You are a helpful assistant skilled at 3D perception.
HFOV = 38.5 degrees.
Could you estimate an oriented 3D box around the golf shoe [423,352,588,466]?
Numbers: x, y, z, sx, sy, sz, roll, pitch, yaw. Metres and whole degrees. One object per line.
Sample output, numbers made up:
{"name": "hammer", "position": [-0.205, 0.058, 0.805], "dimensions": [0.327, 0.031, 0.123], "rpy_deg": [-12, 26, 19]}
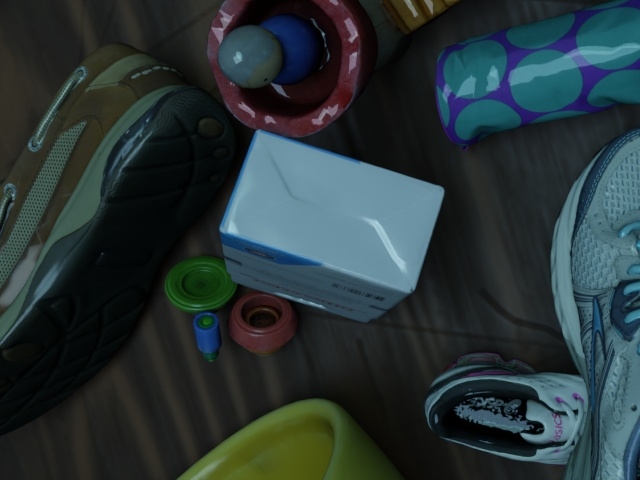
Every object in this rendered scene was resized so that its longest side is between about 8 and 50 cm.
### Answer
{"name": "golf shoe", "position": [0.154, 0.110, 0.546], "dimensions": [0.186, 0.086, 0.067], "rpy_deg": [-1, 98, 19]}

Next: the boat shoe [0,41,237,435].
{"name": "boat shoe", "position": [-0.187, 0.005, 0.650], "dimensions": [0.120, 0.123, 0.324], "rpy_deg": [46, 106, 25]}

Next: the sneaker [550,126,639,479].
{"name": "sneaker", "position": [0.184, 0.062, 0.461], "dimensions": [0.110, 0.122, 0.282], "rpy_deg": [6, 70, -2]}

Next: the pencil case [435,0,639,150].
{"name": "pencil case", "position": [0.144, -0.097, 0.528], "dimensions": [0.152, 0.064, 0.070], "rpy_deg": [-9, 138, 22]}

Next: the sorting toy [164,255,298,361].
{"name": "sorting toy", "position": [-0.065, 0.055, 0.643], "dimensions": [0.102, 0.061, 0.042], "rpy_deg": [26, 141, 22]}

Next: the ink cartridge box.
{"name": "ink cartridge box", "position": [0.000, 0.000, 0.546], "dimensions": [0.104, 0.180, 0.060], "rpy_deg": [17, 79, -1]}

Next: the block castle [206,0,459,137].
{"name": "block castle", "position": [0.087, -0.276, 0.403], "dimensions": [0.453, 0.213, 0.303], "rpy_deg": [-27, 96, 28]}

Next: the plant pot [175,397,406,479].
{"name": "plant pot", "position": [-0.006, 0.267, 0.559], "dimensions": [0.254, 0.254, 0.239], "rpy_deg": [-38, 101, 21]}
